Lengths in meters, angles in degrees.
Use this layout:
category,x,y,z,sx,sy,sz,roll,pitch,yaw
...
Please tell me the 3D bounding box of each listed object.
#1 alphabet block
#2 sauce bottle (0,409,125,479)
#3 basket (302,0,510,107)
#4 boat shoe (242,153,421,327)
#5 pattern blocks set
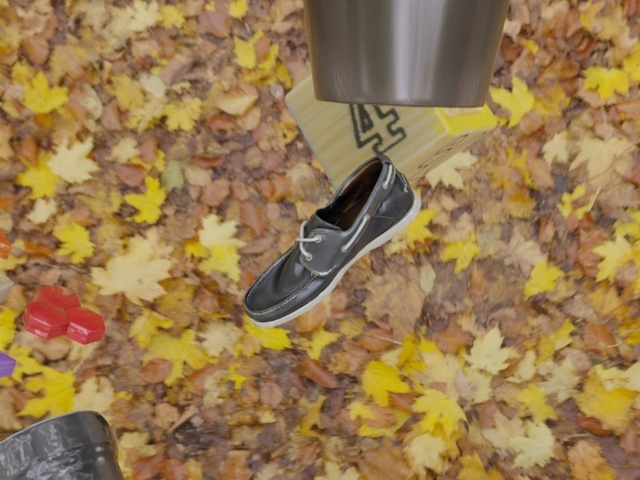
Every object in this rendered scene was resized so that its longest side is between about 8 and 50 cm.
category,x,y,z,sx,sy,sz,roll,pitch,yaw
alphabet block,0.104,-0.187,1.194,0.197,0.192,0.193,-34,84,32
sauce bottle,-0.072,0.247,0.392,0.111,0.111,0.344,-30,71,3
basket,0.065,-0.213,0.595,0.205,0.154,0.226,1,102,-1
boat shoe,0.000,0.000,0.899,0.233,0.079,0.084,-41,45,-1
pattern blocks set,-0.393,0.026,0.769,0.325,0.285,0.026,34,109,16
